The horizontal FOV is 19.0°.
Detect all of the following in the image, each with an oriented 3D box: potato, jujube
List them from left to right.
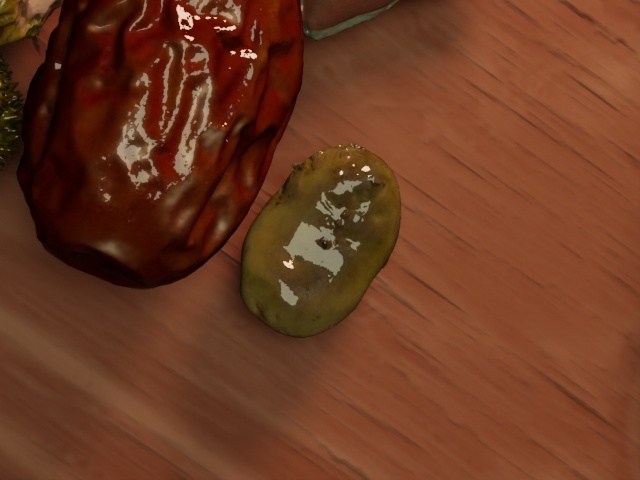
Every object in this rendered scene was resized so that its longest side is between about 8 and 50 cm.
[{"bbox_3d":[-0.099,-0.096,1.232,0.174,0.174,0.250,18,77,-8],"label":"jujube"},{"bbox_3d":[0.000,0.000,1.293,0.091,0.070,0.138,36,83,-7],"label":"potato"}]

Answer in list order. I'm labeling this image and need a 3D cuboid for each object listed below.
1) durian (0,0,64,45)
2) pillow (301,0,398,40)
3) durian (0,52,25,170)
[{"bbox_3d":[-0.220,-0.268,1.236,0.195,0.185,0.305,15,62,-2],"label":"durian"},{"bbox_3d":[0.033,-0.244,1.313,0.171,0.075,0.179,-21,92,-16],"label":"pillow"},{"bbox_3d":[-0.263,-0.085,1.251,0.146,0.102,0.208,20,57,10],"label":"durian"}]
